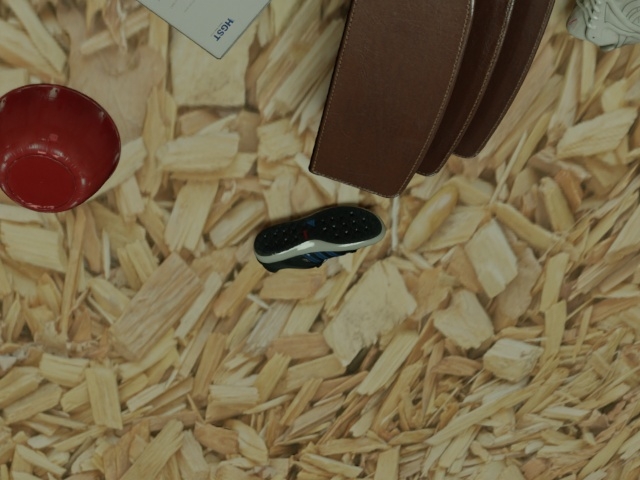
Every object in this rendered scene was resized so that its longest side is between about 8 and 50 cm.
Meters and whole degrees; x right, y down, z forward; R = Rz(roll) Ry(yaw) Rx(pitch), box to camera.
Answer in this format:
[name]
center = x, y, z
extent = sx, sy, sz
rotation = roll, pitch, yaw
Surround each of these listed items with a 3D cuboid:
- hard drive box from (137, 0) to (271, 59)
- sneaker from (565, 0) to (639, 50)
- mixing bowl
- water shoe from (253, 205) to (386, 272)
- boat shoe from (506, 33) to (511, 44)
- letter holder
[hard drive box]
center = -0.149, -0.345, 0.855
extent = 0.232, 0.089, 0.181
rotation = 33, 119, -29
[sneaker]
center = 0.348, -0.287, 0.931
extent = 0.115, 0.090, 0.232
rotation = -24, 152, 25
[mixing bowl]
center = -0.362, -0.104, 1.027
extent = 0.181, 0.098, 0.182
rotation = -3, 130, -3
[water shoe]
center = 0.000, 0.000, 1.188
extent = 0.203, 0.073, 0.080
rotation = -8, 152, 5
[boat shoe]
center = 0.195, -0.323, 0.932
extent = 0.073, 0.073, 0.207
rotation = -45, 120, -17
[letter holder]
center = 0.133, -0.198, 0.906
extent = 0.214, 0.152, 0.302
rotation = 20, 135, 4
